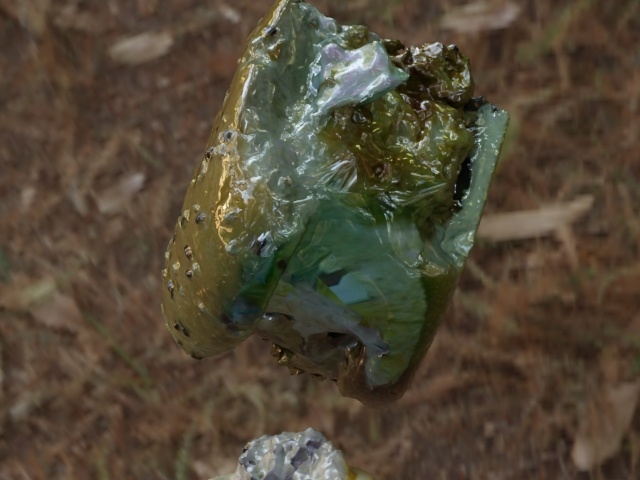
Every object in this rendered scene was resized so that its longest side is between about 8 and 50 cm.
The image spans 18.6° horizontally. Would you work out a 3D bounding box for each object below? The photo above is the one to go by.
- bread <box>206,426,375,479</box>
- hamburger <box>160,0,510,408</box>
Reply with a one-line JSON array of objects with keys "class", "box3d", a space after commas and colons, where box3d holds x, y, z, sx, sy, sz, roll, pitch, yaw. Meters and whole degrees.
[{"class": "bread", "box3d": [-0.019, 0.194, 1.069, 0.119, 0.084, 0.177, -7, 97, 13]}, {"class": "hamburger", "box3d": [0.000, 0.000, 1.156, 0.168, 0.288, 0.192, 21, 48, -1]}]
